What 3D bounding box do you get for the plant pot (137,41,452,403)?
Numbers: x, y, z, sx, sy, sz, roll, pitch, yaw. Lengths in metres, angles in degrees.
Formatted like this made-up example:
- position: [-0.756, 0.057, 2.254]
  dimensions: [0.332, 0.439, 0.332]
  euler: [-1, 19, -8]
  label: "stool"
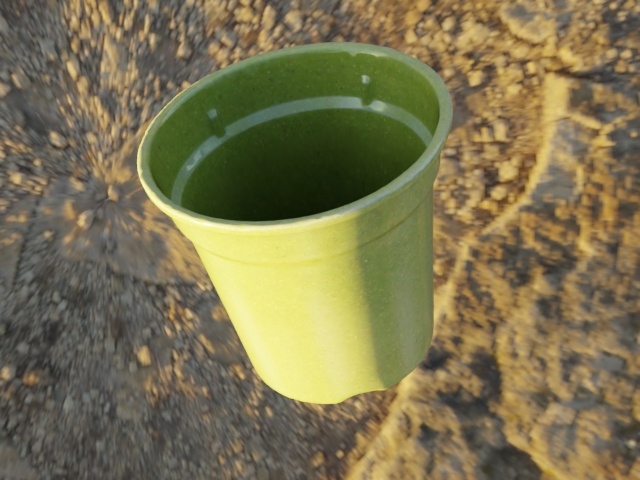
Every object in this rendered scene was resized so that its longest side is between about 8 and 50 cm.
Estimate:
- position: [0.000, 0.000, 1.242]
  dimensions: [0.276, 0.276, 0.254]
  euler: [-20, 127, -8]
  label: "plant pot"
